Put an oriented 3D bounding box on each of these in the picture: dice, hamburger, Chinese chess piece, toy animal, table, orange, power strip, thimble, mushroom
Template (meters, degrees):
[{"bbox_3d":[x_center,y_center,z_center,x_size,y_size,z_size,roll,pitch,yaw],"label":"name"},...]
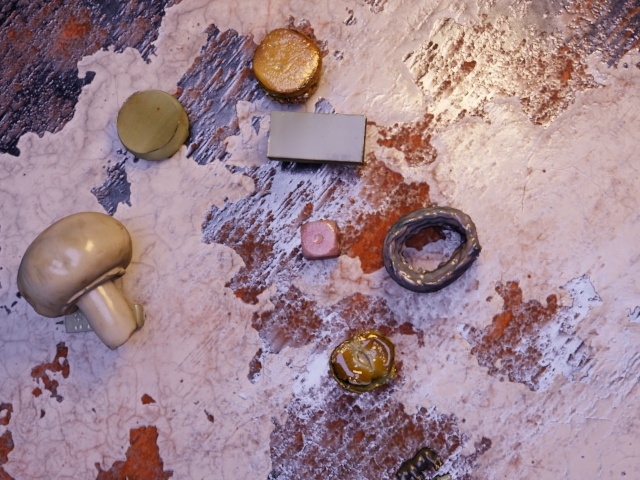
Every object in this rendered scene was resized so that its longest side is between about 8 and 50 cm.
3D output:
[{"bbox_3d":[0.000,0.000,1.861,0.094,0.091,0.093,-6,83,9],"label":"dice"},{"bbox_3d":[-0.078,-0.436,1.907,0.182,0.118,0.191,-30,77,7],"label":"hamburger"},{"bbox_3d":[-0.443,-0.304,1.967,0.188,0.083,0.188,-2,81,11],"label":"Chinese chess piece"},{"bbox_3d":[0.227,0.557,1.792,0.136,0.047,0.065,-42,75,4],"label":"toy animal"},{"bbox_3d":[-0.004,-0.251,1.878,0.240,0.111,0.121,5,85,9],"label":"table"},{"bbox_3d":[0.101,0.294,1.806,0.170,0.112,0.160,25,76,-13],"label":"orange"},{"bbox_3d":[-0.582,0.207,1.956,0.253,0.027,0.060,-6,83,8],"label":"power strip"},{"bbox_3d":[0.265,0.022,1.781,0.236,0.172,0.205,-12,85,5],"label":"thimble"},{"bbox_3d":[-0.569,0.104,1.848,0.314,0.314,0.336,-35,96,3],"label":"mushroom"}]

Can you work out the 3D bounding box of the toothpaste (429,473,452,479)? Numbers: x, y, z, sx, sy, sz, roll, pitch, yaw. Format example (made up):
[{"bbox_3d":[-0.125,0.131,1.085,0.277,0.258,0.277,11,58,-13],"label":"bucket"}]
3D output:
[{"bbox_3d":[0.224,0.614,1.789,0.204,0.049,0.031,-28,61,2],"label":"toothpaste"}]
